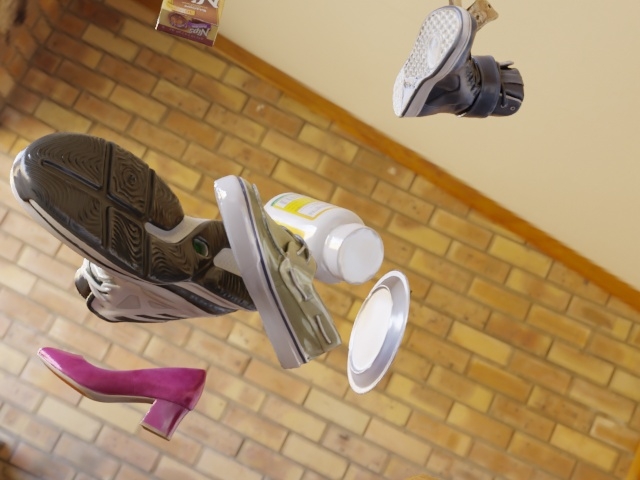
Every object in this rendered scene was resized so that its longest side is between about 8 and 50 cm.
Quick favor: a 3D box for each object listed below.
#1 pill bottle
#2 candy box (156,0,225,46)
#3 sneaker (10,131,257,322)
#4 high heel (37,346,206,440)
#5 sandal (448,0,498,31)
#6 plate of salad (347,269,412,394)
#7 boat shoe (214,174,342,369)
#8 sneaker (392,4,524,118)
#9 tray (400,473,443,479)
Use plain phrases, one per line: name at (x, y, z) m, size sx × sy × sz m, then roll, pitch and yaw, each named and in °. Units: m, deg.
pill bottle at (0.000, 0.000, 1.382) m, size 0.117 × 0.117 × 0.208 m, roll 37°, pitch -10°, yaw -36°
candy box at (-0.235, -0.446, 1.678) m, size 0.109 × 0.186 × 0.053 m, roll 15°, pitch -45°, yaw -12°
sneaker at (-0.292, 0.027, 1.235) m, size 0.257 × 0.169 × 0.447 m, roll -20°, pitch -33°, yaw 28°
high heel at (-0.296, 0.193, 1.343) m, size 0.244 × 0.117 × 0.082 m, roll 26°, pitch -21°, yaw 10°
sandal at (0.260, -0.368, 1.511) m, size 0.079 × 0.088 × 0.240 m, roll 6°, pitch -54°, yaw 16°
plate of salad at (0.095, 0.142, 1.378) m, size 0.048 × 0.200 × 0.200 m, roll 20°, pitch -11°, yaw -17°
boat shoe at (-0.053, 0.036, 1.157) m, size 0.109 × 0.094 × 0.302 m, roll -115°, pitch -175°, yaw -54°
sneaker at (0.202, -0.226, 1.161) m, size 0.163 × 0.086 × 0.226 m, roll 1°, pitch -17°, yaw -12°
tray at (0.089, 0.370, 1.131) m, size 0.411 × 0.203 × 0.076 m, roll 119°, pitch -48°, yaw -78°
